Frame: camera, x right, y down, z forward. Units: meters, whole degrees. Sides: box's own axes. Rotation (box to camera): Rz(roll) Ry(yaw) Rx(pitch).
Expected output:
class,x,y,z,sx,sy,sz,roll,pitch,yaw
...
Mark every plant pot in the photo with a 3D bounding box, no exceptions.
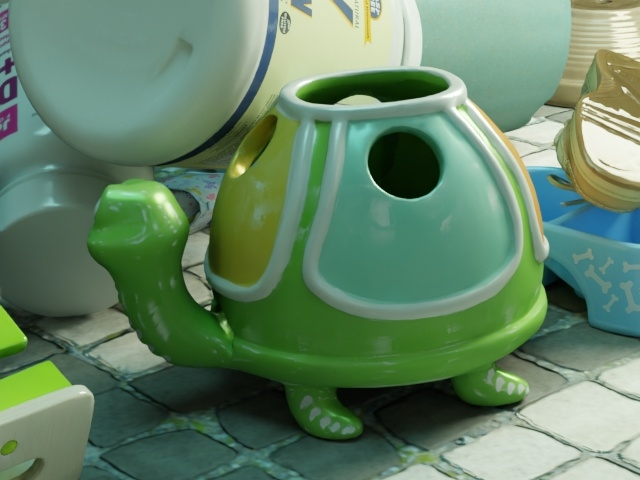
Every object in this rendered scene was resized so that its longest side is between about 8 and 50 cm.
class,x,y,z,sx,sy,sz,roll,pitch,yaw
plant pot,0.066,-0.232,1.633,0.334,0.341,0.341,-8,20,-33
plant pot,0.356,-0.247,1.904,0.237,0.109,0.237,-2,21,1

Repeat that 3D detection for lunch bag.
class,x,y,z,sx,sy,sz,roll,pitch,yaw
lunch bag,-0.123,-0.037,1.490,0.083,0.053,0.071,1,16,38

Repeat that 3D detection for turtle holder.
class,x,y,z,sx,sy,sz,roll,pitch,yaw
turtle holder,0.009,-0.007,1.139,0.320,0.227,0.243,2,22,11

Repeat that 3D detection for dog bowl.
class,x,y,z,sx,sy,sz,roll,pitch,yaw
dog bowl,0.235,0.001,1.306,0.297,0.074,0.166,18,29,42

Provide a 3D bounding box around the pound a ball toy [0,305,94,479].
class,x,y,z,sx,sy,sz,roll,pitch,yaw
pound a ball toy,-0.283,0.170,0.896,0.319,0.136,0.208,-21,52,-39

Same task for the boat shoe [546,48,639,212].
class,x,y,z,sx,sy,sz,roll,pitch,yaw
boat shoe,0.256,-0.080,1.319,0.104,0.089,0.285,27,27,3

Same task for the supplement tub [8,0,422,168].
class,x,y,z,sx,sy,sz,roll,pitch,yaw
supplement tub,-0.074,-0.176,1.271,0.235,0.235,0.325,9,6,29

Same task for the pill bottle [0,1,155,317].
class,x,y,z,sx,sy,sz,roll,pitch,yaw
pill bottle,-0.230,-0.079,1.349,0.160,0.160,0.283,-6,45,-7
